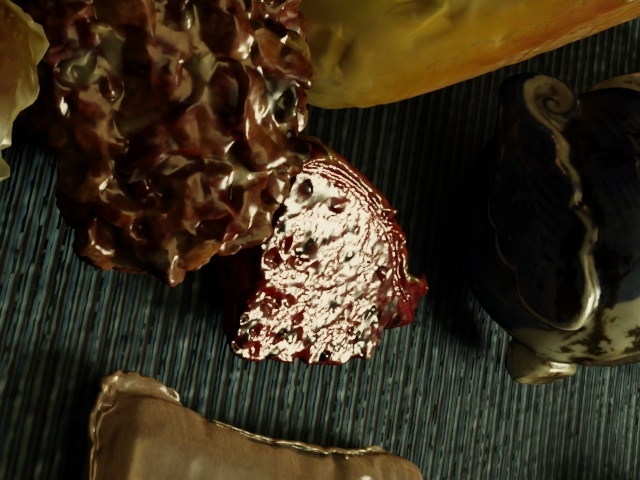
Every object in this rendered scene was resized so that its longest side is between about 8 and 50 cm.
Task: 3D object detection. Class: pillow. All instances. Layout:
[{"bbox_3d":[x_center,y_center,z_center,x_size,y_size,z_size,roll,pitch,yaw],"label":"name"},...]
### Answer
[{"bbox_3d":[-0.025,0.139,0.616,0.211,0.034,0.135,25,66,-44],"label":"pillow"}]

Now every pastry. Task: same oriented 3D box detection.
[{"bbox_3d":[-0.061,-0.093,0.543,0.097,0.115,0.209,-99,180,-76],"label":"pastry"}]

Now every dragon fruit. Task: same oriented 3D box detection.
[{"bbox_3d":[-0.003,-0.002,0.658,0.131,0.063,0.097,9,108,-50],"label":"dragon fruit"}]

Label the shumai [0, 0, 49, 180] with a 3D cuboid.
[{"bbox_3d":[-0.162,-0.073,0.389,0.209,0.153,0.161,-29,110,-28],"label":"shumai"}]

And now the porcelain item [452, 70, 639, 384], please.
[{"bbox_3d":[0.183,-0.020,0.789,0.288,0.138,0.186,7,69,-48],"label":"porcelain item"}]

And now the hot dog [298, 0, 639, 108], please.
[{"bbox_3d":[0.133,-0.195,0.692,0.405,0.223,0.185,-30,110,-44],"label":"hot dog"}]
